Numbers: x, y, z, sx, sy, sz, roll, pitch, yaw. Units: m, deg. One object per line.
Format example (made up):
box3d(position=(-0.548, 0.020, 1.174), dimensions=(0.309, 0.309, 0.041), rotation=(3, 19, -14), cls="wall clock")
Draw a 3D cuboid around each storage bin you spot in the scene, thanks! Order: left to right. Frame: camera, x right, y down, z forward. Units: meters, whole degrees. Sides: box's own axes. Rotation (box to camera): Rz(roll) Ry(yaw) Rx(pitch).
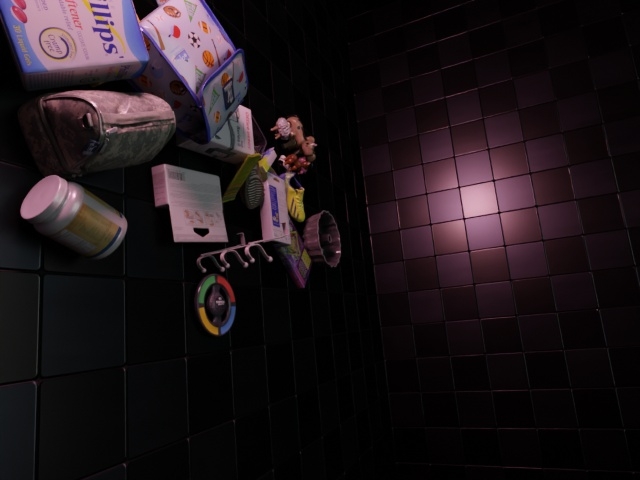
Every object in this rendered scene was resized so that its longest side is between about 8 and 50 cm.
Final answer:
box3d(position=(-0.329, -0.470, 1.975), dimensions=(0.122, 0.084, 0.180), rotation=(-78, 149, -42), cls="storage bin")

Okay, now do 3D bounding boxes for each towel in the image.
box3d(position=(-0.320, -0.247, 1.760), dimensions=(0.021, 0.237, 0.102), rotation=(41, 26, 4), cls="towel")

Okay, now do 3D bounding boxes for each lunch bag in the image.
box3d(position=(-0.559, -0.290, 1.142), dimensions=(0.305, 0.256, 0.212), rotation=(-42, 119, -63), cls="lunch bag")
box3d(position=(-0.415, -0.551, 1.426), dimensions=(0.385, 0.239, 0.328), rotation=(55, 43, -33), cls="lunch bag")

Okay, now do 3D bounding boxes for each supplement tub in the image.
box3d(position=(-0.602, -0.054, 1.087), dimensions=(0.199, 0.144, 0.144), rotation=(49, 38, -51), cls="supplement tub")

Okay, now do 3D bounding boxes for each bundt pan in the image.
box3d(position=(0.000, 0.000, 2.501), dimensions=(0.331, 0.124, 0.331), rotation=(-10, 90, -66), cls="bundt pan")

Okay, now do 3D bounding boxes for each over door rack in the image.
box3d(position=(-0.279, 0.038, 1.682), dimensions=(0.324, 0.239, 0.108), rotation=(-42, 117, -63), cls="over door rack")

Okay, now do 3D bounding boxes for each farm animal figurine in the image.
box3d(position=(-0.106, -0.516, 2.353), dimensions=(0.330, 0.172, 0.327), rotation=(-70, 138, -69), cls="farm animal figurine")

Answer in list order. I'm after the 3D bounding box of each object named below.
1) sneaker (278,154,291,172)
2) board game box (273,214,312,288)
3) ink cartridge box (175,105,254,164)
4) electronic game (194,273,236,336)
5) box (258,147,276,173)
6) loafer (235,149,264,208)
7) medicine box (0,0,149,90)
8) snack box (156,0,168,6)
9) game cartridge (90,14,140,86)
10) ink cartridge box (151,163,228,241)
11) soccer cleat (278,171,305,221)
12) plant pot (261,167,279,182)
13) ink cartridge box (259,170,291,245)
box3d(position=(-0.191, -0.394, 2.334), dimensions=(0.109, 0.040, 0.044), rotation=(62, 39, -25), cls="sneaker")
box3d(position=(-0.144, 0.052, 2.246), dimensions=(0.208, 0.056, 0.347), rotation=(-77, 148, -51), cls="board game box")
box3d(position=(-0.398, -0.435, 1.681), dimensions=(0.289, 0.121, 0.211), rotation=(9, 71, -53), cls="ink cartridge box")
box3d(position=(-0.381, 0.236, 1.611), dimensions=(0.229, 0.048, 0.229), rotation=(-10, 90, -67), cls="electronic game")
box3d(position=(-0.273, -0.357, 2.026), dimensions=(0.042, 0.109, 0.178), rotation=(61, 29, -29), cls="box")
box3d(position=(-0.313, -0.272, 1.919), dimensions=(0.102, 0.092, 0.268), rotation=(-14, 110, -39), cls="loafer")
box3d(position=(-0.615, -0.535, 1.083), dimensions=(0.289, 0.149, 0.263), rotation=(-21, 102, -29), cls="medicine box")
box3d(position=(-0.473, -0.966, 1.704), dimensions=(0.322, 0.187, 0.060), rotation=(-63, 137, -55), cls="snack box")
box3d(position=(-0.659, -0.640, 1.325), dimensions=(0.285, 0.053, 0.323), rotation=(68, 28, -26), cls="game cartridge")
box3d(position=(-0.454, -0.117, 1.559), dimensions=(0.296, 0.066, 0.261), rotation=(1, 80, -66), cls="ink cartridge box")
box3d(position=(-0.129, -0.220, 2.289), dimensions=(0.093, 0.121, 0.289), rotation=(-66, 140, -53), cls="soccer cleat")
box3d(position=(-0.254, -0.248, 2.125), dimensions=(0.236, 0.032, 0.236), rotation=(-9, 90, -68), cls="plant pot")
box3d(position=(-0.214, -0.144, 2.042), dimensions=(0.165, 0.065, 0.332), rotation=(19, 63, -62), cls="ink cartridge box")
